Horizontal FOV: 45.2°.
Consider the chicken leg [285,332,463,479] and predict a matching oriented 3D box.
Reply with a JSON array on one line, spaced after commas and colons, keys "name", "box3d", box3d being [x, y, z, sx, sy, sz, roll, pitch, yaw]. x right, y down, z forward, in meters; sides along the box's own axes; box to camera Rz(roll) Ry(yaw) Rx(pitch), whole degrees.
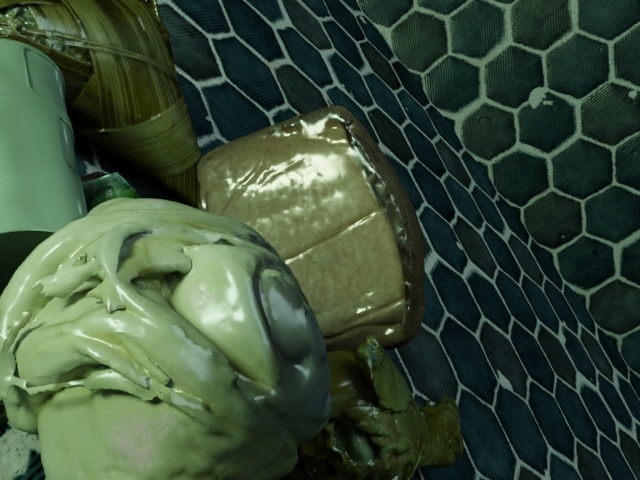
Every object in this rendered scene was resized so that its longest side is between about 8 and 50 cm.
[{"name": "chicken leg", "box3d": [0.084, 0.227, 0.935, 0.429, 0.152, 0.201, 26, 72, -58]}]

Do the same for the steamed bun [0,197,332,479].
[{"name": "steamed bun", "box3d": [-0.088, 0.090, 0.607, 0.280, 0.207, 0.268, -49, 129, -65]}]

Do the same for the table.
[{"name": "table", "box3d": [-0.283, -0.063, 0.697, 0.126, 0.126, 0.220, 21, 41, -48]}]

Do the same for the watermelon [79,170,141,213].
[{"name": "watermelon", "box3d": [-0.220, -0.019, 0.827, 0.139, 0.071, 0.187, 38, -13, 33]}]

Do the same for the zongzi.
[{"name": "zongzi", "box3d": [-0.252, -0.140, 0.874, 0.286, 0.134, 0.288, -28, 98, -56]}]

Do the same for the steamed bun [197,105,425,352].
[{"name": "steamed bun", "box3d": [0.000, 0.000, 0.965, 0.199, 0.251, 0.301, 1, 71, -79]}]
